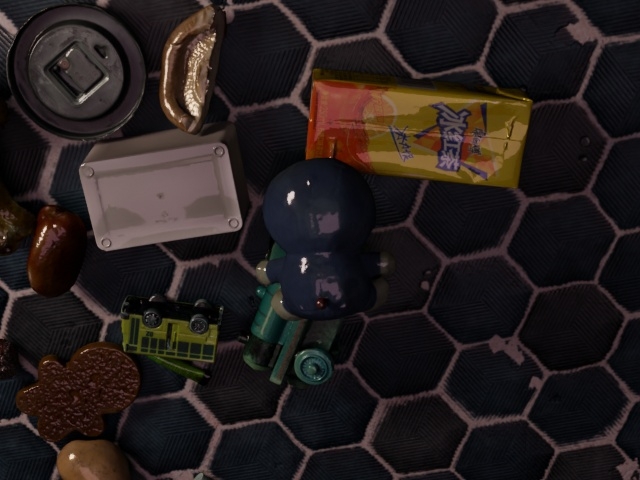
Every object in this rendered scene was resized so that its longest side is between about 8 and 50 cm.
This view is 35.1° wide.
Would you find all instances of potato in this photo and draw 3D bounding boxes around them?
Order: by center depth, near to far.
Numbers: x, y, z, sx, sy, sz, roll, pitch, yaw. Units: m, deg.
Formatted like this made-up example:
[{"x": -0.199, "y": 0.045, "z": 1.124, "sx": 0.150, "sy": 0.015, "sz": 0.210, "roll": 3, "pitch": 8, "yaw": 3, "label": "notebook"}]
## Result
[{"x": -0.414, "y": 0.422, "z": 1.862, "sx": 0.147, "sy": 0.112, "sz": 0.112, "roll": 32, "pitch": 107, "yaw": -16, "label": "potato"}]

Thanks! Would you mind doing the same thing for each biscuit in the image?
[{"x": -0.434, "y": 0.274, "z": 1.846, "sx": 0.236, "sy": 0.039, "sz": 0.180, "roll": -28, "pitch": 105, "yaw": 9, "label": "biscuit"}]

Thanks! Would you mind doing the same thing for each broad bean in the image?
[{"x": -0.447, "y": 0.022, "z": 1.718, "sx": 0.084, "sy": 0.114, "sz": 0.165, "roll": 32, "pitch": 111, "yaw": 34, "label": "broad bean"}]

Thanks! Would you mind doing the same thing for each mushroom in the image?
[{"x": -0.210, "y": -0.278, "z": 1.630, "sx": 0.094, "sy": 0.072, "sz": 0.210, "roll": 9, "pitch": 98, "yaw": 1, "label": "mushroom"}]

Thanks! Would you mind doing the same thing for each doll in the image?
[{"x": 0.000, "y": 0.000, "z": 1.597, "sx": 0.228, "sy": 0.154, "sz": 0.259, "roll": -5, "pitch": 92, "yaw": 12, "label": "doll"}]

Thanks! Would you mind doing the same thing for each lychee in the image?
[{"x": -0.573, "y": 0.212, "z": 1.808, "sx": 0.067, "sy": 0.068, "sz": 0.083, "roll": -43, "pitch": 130, "yaw": -28, "label": "lychee"}]

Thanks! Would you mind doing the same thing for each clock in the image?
[{"x": -0.393, "y": -0.276, "z": 1.646, "sx": 0.225, "sy": 0.049, "sz": 0.226, "roll": 0, "pitch": 110, "yaw": -1, "label": "clock"}]

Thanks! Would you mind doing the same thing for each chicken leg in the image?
[{"x": -0.575, "y": -0.156, "z": 1.648, "sx": 0.211, "sy": 0.140, "sz": 0.361, "roll": -28, "pitch": 119, "yaw": 31, "label": "chicken leg"}]

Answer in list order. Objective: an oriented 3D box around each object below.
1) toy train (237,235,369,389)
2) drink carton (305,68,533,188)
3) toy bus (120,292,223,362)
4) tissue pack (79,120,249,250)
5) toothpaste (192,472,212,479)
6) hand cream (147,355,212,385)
[{"x": -0.030, "y": 0.113, "z": 1.752, "sx": 0.194, "sy": 0.120, "sz": 0.298, "roll": 22, "pitch": 108, "yaw": 0, "label": "toy train"}, {"x": 0.155, "y": -0.182, "z": 1.647, "sx": 0.351, "sy": 0.111, "sz": 0.155, "roll": 5, "pitch": 110, "yaw": -3, "label": "drink carton"}, {"x": -0.263, "y": 0.156, "z": 1.777, "sx": 0.174, "sy": 0.088, "sz": 0.101, "roll": 7, "pitch": 111, "yaw": -4, "label": "toy bus"}, {"x": -0.252, "y": -0.090, "z": 1.665, "sx": 0.246, "sy": 0.136, "sz": 0.160, "roll": -8, "pitch": 110, "yaw": 2, "label": "tissue pack"}, {"x": -0.163, "y": 0.520, "z": 1.937, "sx": 0.056, "sy": 0.036, "sz": 0.205, "roll": -42, "pitch": 108, "yaw": 12, "label": "toothpaste"}, {"x": -0.257, "y": 0.230, "z": 1.837, "sx": 0.122, "sy": 0.023, "sz": 0.036, "roll": 29, "pitch": 128, "yaw": -11, "label": "hand cream"}]
